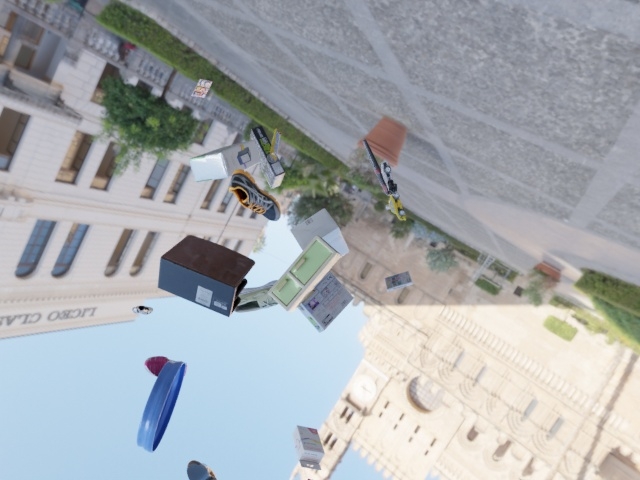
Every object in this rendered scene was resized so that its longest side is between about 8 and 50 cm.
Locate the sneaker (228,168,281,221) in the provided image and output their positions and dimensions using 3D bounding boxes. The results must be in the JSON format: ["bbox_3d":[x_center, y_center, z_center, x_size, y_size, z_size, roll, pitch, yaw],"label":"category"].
[{"bbox_3d":[-0.217,-0.130,1.424,0.215,0.084,0.083,43,-135,-23],"label":"sneaker"}]

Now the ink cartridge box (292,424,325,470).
[{"bbox_3d":[-0.053,0.969,2.054,0.115,0.067,0.198,20,-166,-22],"label":"ink cartridge box"}]

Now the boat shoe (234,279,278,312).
[{"bbox_3d":[-0.225,0.240,1.805,0.109,0.302,0.094,57,-151,-37],"label":"boat shoe"}]

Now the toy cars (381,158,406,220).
[{"bbox_3d":[0.358,-0.247,2.262,0.394,0.087,0.176,59,-164,-50],"label":"toy cars"}]

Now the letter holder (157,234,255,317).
[{"bbox_3d":[-0.430,0.125,1.689,0.302,0.152,0.214,21,-149,5],"label":"letter holder"}]

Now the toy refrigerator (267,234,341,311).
[{"bbox_3d":[-0.056,0.118,1.553,0.102,0.269,0.094,42,-177,15],"label":"toy refrigerator"}]

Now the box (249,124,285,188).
[{"bbox_3d":[-0.276,-0.420,2.233,0.270,0.060,0.216,63,165,4],"label":"box"}]

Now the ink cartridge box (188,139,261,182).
[{"bbox_3d":[-0.340,-0.288,1.584,0.154,0.093,0.212,-4,-160,29],"label":"ink cartridge box"}]

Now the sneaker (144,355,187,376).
[{"bbox_3d":[-0.786,0.632,2.175,0.111,0.103,0.252,-3,154,26],"label":"sneaker"}]

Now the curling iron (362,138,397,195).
[{"bbox_3d":[0.251,-0.312,1.894,0.035,0.068,0.274,-20,106,53],"label":"curling iron"}]

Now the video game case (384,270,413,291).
[{"bbox_3d":[0.427,0.223,2.412,0.157,0.143,0.019,-81,-29,-71],"label":"video game case"}]

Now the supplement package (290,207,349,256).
[{"bbox_3d":[0.000,0.000,2.049,0.149,0.194,0.203,57,177,38],"label":"supplement package"}]

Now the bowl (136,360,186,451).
[{"bbox_3d":[-0.705,0.725,1.951,0.077,0.391,0.391,17,-170,-5],"label":"bowl"}]

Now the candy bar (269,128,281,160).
[{"bbox_3d":[-0.190,-0.406,1.852,0.018,0.161,0.040,-18,141,35],"label":"candy bar"}]

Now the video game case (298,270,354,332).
[{"bbox_3d":[0.005,0.286,2.211,0.244,0.061,0.269,49,-130,0],"label":"video game case"}]

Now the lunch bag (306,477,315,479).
[{"bbox_3d":[-0.008,0.990,1.665,0.128,0.151,0.096,16,-171,4],"label":"lunch bag"}]

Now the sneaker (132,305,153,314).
[{"bbox_3d":[-0.838,0.330,2.086,0.109,0.043,0.040,15,-127,-60],"label":"sneaker"}]

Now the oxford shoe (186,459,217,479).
[{"bbox_3d":[-0.477,0.913,1.736,0.076,0.076,0.212,48,161,46],"label":"oxford shoe"}]

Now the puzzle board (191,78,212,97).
[{"bbox_3d":[-0.607,-0.780,2.254,0.011,0.096,0.128,38,-160,3],"label":"puzzle board"}]
